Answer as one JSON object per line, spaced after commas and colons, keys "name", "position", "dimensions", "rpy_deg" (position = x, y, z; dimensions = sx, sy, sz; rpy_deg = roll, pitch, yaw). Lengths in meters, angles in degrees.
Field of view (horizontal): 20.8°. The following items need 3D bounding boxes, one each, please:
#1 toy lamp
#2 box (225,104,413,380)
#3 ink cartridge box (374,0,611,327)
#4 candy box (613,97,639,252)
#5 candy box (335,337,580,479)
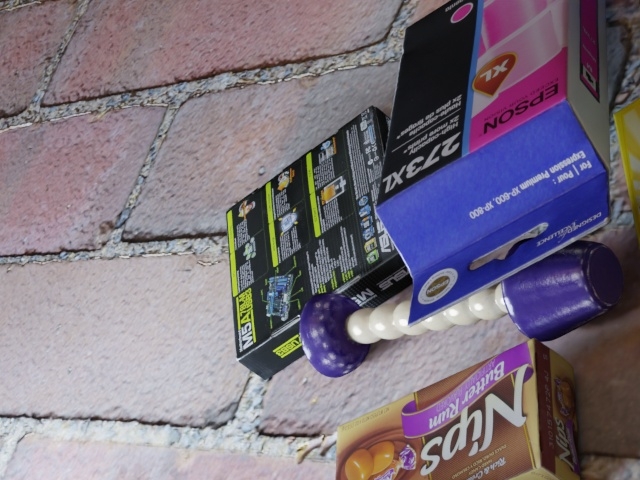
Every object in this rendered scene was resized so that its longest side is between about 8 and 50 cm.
{"name": "toy lamp", "position": [0.103, 0.050, 1.316], "dimensions": [0.274, 0.080, 0.080], "rpy_deg": [-16, 48, 41]}
{"name": "box", "position": [0.000, 0.000, 1.514], "dimensions": [0.184, 0.045, 0.191], "rpy_deg": [-37, 38, 25]}
{"name": "ink cartridge box", "position": [0.136, -0.099, 1.357], "dimensions": [0.176, 0.069, 0.371], "rpy_deg": [-30, 29, 26]}
{"name": "candy box", "position": [0.270, -0.041, 1.250], "dimensions": [0.105, 0.027, 0.206], "rpy_deg": [-34, 38, 29]}
{"name": "candy box", "position": [0.095, 0.156, 1.251], "dimensions": [0.186, 0.053, 0.109], "rpy_deg": [-28, 41, 33]}
